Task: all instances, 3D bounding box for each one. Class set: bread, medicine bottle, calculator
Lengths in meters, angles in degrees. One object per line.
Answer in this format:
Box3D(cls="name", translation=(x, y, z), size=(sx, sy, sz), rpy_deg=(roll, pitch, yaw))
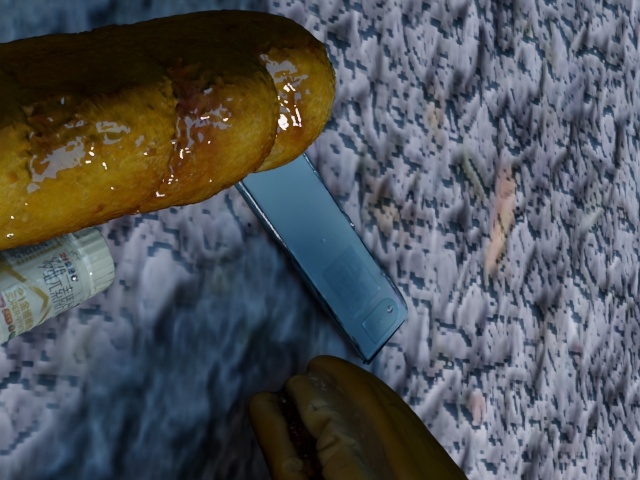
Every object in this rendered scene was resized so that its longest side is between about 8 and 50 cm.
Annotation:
Box3D(cls="bread", translation=(-0.133, -0.044, 0.430), size=(0.344, 0.124, 0.084), rpy_deg=(-24, 125, -40))
Box3D(cls="medicine bottle", translation=(-0.148, 0.021, 0.450), size=(0.083, 0.047, 0.047), rpy_deg=(-28, 104, -37))
Box3D(cls="calculator", translation=(0.000, 0.000, 0.588), size=(0.057, 0.018, 0.172), rpy_deg=(-49, 116, -31))
Box3D(cls="bread", translation=(0.034, 0.135, 0.494), size=(0.077, 0.200, 0.116), rpy_deg=(-44, 113, 0))
